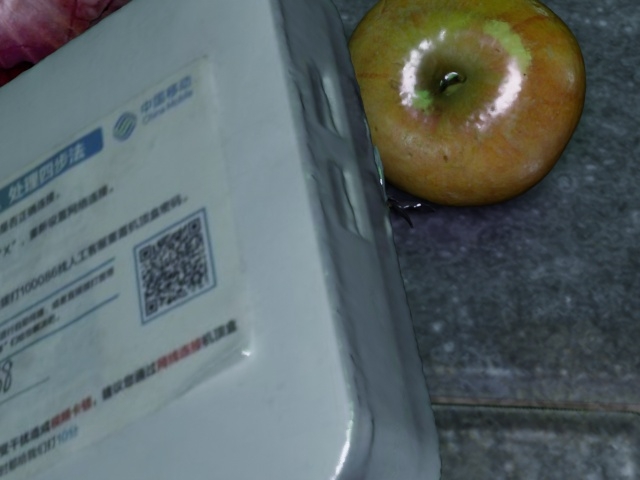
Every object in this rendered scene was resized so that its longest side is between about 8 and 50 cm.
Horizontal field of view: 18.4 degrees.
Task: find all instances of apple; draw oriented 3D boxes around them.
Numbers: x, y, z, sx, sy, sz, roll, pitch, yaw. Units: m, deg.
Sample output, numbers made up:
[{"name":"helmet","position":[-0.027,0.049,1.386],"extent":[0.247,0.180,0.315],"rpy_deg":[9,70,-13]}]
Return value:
[{"name":"apple","position":[0.103,-0.109,1.451],"extent":[0.182,0.155,0.182],"rpy_deg":[-1,85,15]}]

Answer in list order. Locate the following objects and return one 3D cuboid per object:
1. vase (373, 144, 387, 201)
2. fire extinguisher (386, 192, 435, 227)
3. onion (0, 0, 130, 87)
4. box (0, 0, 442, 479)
[{"name":"vase","position":[-0.062,-0.028,1.389],"extent":[0.214,0.086,0.086],"rpy_deg":[-7,57,-4]},{"name":"fire extinguisher","position":[0.000,0.000,1.438],"extent":[0.157,0.045,0.078],"rpy_deg":[-34,46,-27]},{"name":"onion","position":[-0.242,-0.218,1.451],"extent":[0.252,0.219,0.252],"rpy_deg":[1,99,5]},{"name":"box","position":[-0.134,0.060,1.194],"extent":[0.111,0.396,0.396],"rpy_deg":[31,39,-47]}]
